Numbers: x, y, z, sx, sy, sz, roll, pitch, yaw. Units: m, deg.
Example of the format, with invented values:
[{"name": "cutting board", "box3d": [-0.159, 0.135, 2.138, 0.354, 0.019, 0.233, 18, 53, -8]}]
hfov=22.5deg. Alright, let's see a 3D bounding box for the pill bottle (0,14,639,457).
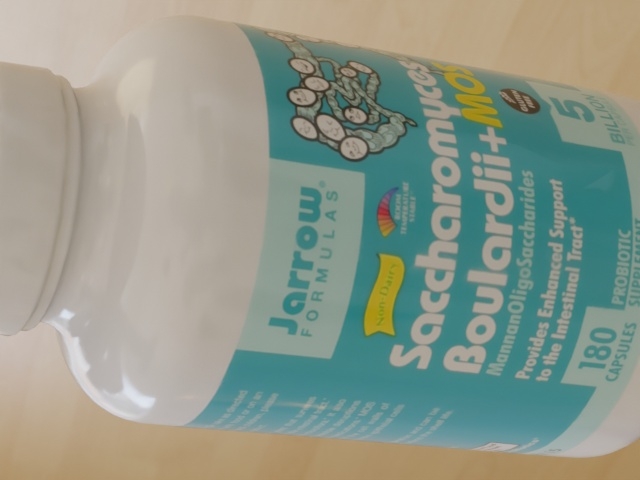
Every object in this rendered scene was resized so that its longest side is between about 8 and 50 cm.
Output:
[{"name": "pill bottle", "box3d": [0.000, 0.000, 0.590, 0.264, 0.146, 0.146, 7, 134, -23]}]
